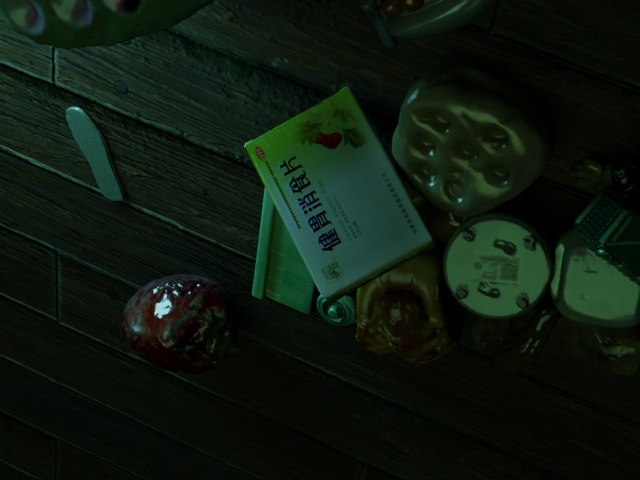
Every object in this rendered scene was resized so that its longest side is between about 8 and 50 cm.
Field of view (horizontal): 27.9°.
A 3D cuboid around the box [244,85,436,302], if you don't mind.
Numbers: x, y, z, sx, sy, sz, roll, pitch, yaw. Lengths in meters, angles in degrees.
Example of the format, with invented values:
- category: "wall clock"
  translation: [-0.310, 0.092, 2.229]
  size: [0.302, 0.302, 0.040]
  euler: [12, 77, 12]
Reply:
- category: "box"
  translation: [0.028, -0.065, 1.835]
  size: [0.175, 0.062, 0.260]
  euler: [-29, 76, 6]

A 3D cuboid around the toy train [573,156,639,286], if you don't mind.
- category: "toy train"
  translation: [0.470, 0.003, 1.701]
  size: [0.269, 0.115, 0.154]
  euler: [34, 96, -21]

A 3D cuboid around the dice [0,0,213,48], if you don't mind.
- category: "dice"
  translation: [-0.270, -0.445, 1.625]
  size: [0.322, 0.330, 0.318]
  euler: [-2, 125, 34]

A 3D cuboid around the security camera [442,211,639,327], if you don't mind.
- category: "security camera"
  translation: [0.326, 0.039, 1.834]
  size: [0.302, 0.080, 0.157]
  euler: [6, 107, 9]

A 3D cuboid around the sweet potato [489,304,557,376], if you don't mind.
- category: "sweet potato"
  translation: [0.306, 0.158, 1.930]
  size: [0.053, 0.054, 0.182]
  euler: [52, 139, 14]

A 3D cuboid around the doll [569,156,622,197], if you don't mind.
- category: "doll"
  translation: [0.381, -0.086, 1.762]
  size: [0.093, 0.051, 0.061]
  euler: [-12, 127, 39]

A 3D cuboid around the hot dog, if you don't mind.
- category: "hot dog"
  translation: [0.135, 0.105, 1.939]
  size: [0.150, 0.153, 0.257]
  euler: [7, 165, 20]

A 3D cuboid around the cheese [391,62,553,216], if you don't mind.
- category: "cheese"
  translation: [0.204, -0.143, 1.769]
  size: [0.235, 0.117, 0.218]
  euler: [-5, 124, 35]

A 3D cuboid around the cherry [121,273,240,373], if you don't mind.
- category: "cherry"
  translation: [-0.258, 0.147, 2.260]
  size: [0.250, 0.192, 0.175]
  euler: [-3, 89, 45]

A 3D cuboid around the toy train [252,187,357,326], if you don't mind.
- category: "toy train"
  translation: [0.000, 0.000, 2.016]
  size: [0.202, 0.120, 0.300]
  euler: [23, 136, 14]

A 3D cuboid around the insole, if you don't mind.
- category: "insole"
  translation: [-0.380, -0.146, 2.190]
  size: [0.063, 0.010, 0.192]
  euler: [2, 130, 30]

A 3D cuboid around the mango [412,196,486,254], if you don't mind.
- category: "mango"
  translation: [0.171, -0.024, 1.917]
  size: [0.098, 0.075, 0.190]
  euler: [45, 149, -10]

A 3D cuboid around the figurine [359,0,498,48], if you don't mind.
- category: "figurine"
  translation: [0.103, -0.434, 1.544]
  size: [0.225, 0.205, 0.381]
  euler: [-20, 96, 45]

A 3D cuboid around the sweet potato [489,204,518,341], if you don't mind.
- category: "sweet potato"
  translation: [0.276, 0.037, 1.918]
  size: [0.060, 0.069, 0.249]
  euler: [4, 124, 11]

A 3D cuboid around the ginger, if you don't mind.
- category: "ginger"
  translation: [0.361, 0.141, 1.965]
  size: [0.295, 0.086, 0.131]
  euler: [2, 138, 39]
